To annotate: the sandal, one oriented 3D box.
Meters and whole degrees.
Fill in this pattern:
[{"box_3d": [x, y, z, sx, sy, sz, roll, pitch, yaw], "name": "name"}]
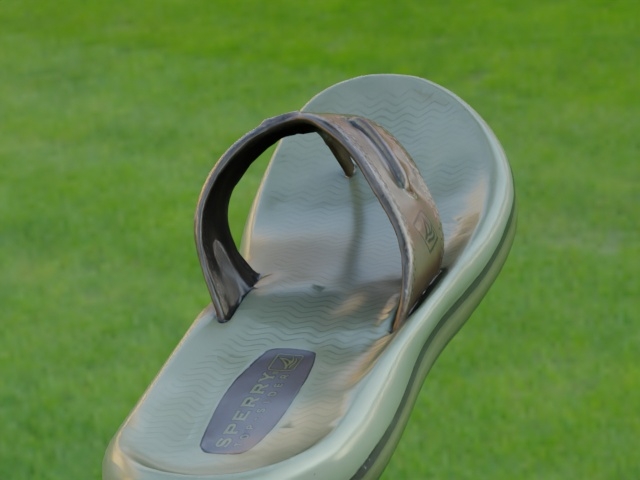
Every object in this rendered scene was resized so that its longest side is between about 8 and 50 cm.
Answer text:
[{"box_3d": [0.001, 0.000, 0.666, 0.120, 0.086, 0.303, -8, 26, 19], "name": "sandal"}]
